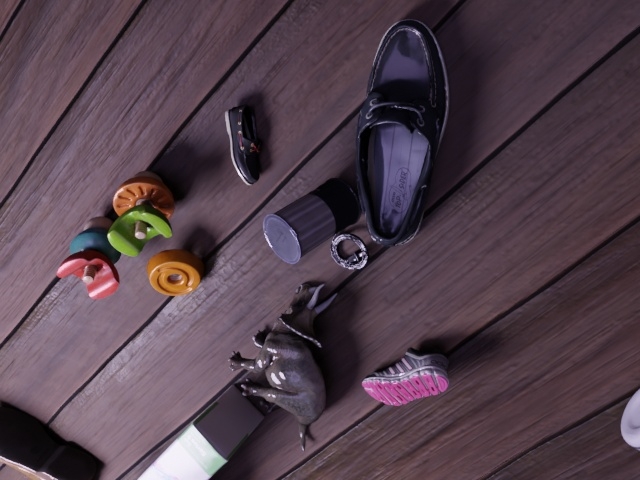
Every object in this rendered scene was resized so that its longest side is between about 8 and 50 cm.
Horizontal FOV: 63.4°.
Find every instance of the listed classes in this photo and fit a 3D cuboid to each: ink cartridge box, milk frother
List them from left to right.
[{"bbox_3d":[-0.224,0.388,0.948,0.093,0.154,0.212,43,110,6],"label":"ink cartridge box"},{"bbox_3d":[0.000,0.000,0.811,0.143,0.135,0.129,51,148,9],"label":"milk frother"}]

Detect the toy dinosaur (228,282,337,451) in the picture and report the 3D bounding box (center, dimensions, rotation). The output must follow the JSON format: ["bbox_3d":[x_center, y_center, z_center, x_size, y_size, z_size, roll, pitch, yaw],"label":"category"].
[{"bbox_3d":[-0.052,0.235,0.884,0.160,0.121,0.313,-5,94,32],"label":"toy dinosaur"}]

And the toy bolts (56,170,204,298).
[{"bbox_3d":[-0.339,0.001,0.952,0.229,0.158,0.218,-25,132,11],"label":"toy bolts"}]

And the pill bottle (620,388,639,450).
[{"bbox_3d":[0.528,0.282,0.712,0.184,0.103,0.103,29,107,11],"label":"pill bottle"}]

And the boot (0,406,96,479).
[{"bbox_3d":[-0.638,0.476,1.130,0.305,0.112,0.115,28,118,9],"label":"boot"}]

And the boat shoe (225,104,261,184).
[{"bbox_3d":[-0.124,-0.160,0.869,0.042,0.049,0.133,-10,92,27],"label":"boat shoe"}]

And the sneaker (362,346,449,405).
[{"bbox_3d":[0.143,0.218,0.851,0.170,0.074,0.063,-29,109,42],"label":"sneaker"}]

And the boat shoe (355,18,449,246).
[{"bbox_3d":[0.111,-0.152,0.760,0.127,0.113,0.340,13,104,15],"label":"boat shoe"}]
